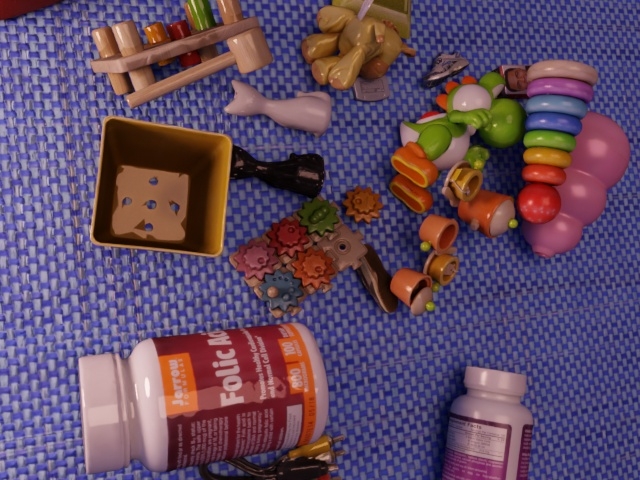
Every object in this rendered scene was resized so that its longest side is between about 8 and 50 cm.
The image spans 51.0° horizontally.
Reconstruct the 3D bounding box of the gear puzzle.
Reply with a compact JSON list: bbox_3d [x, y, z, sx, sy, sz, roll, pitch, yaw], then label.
[{"bbox_3d":[0.000,0.000,1.332,0.339,0.044,0.175,-35,77,-20],"label":"gear puzzle"}]

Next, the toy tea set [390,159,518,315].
[{"bbox_3d":[0.286,0.012,1.368,0.200,0.124,0.336,25,94,-54],"label":"toy tea set"}]

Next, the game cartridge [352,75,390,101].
[{"bbox_3d":[0.109,-0.328,1.453,0.083,0.017,0.055,-9,84,-21],"label":"game cartridge"}]

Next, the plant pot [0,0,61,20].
[{"bbox_3d":[-0.479,-0.556,1.139,0.236,0.267,0.267,-20,91,-35],"label":"plant pot"}]

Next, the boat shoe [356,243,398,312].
[{"bbox_3d":[0.112,0.081,1.391,0.056,0.049,0.152,-21,88,-40],"label":"boat shoe"}]

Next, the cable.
[{"bbox_3d":[-0.089,0.446,1.287,0.288,0.072,0.139,0,101,-9],"label":"cable"}]

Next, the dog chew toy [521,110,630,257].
[{"bbox_3d":[0.557,-0.120,1.508,0.207,0.207,0.331,24,84,-17],"label":"dog chew toy"}]

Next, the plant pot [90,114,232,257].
[{"bbox_3d":[-0.286,-0.078,1.182,0.212,0.187,0.212,7,82,-19],"label":"plant pot"}]

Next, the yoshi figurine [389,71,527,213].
[{"bbox_3d":[0.318,-0.215,1.438,0.362,0.204,0.203,-47,117,-21],"label":"yoshi figurine"}]

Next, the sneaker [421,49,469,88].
[{"bbox_3d":[0.270,-0.388,1.508,0.135,0.052,0.058,-32,86,-28],"label":"sneaker"}]

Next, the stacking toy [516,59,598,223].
[{"bbox_3d":[0.480,-0.197,1.394,0.141,0.141,0.330,9,90,-20],"label":"stacking toy"}]

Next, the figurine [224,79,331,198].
[{"bbox_3d":[-0.094,-0.205,1.328,0.210,0.092,0.214,9,80,-16],"label":"figurine"}]

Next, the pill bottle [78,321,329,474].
[{"bbox_3d":[-0.204,0.269,1.155,0.393,0.224,0.223,-4,86,-22],"label":"pill bottle"}]

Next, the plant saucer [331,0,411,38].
[{"bbox_3d":[0.123,-0.549,1.450,0.189,0.045,0.188,11,71,-19],"label":"plant saucer"}]

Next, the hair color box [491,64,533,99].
[{"bbox_3d":[0.479,-0.373,1.583,0.141,0.043,0.071,-6,87,-21],"label":"hair color box"}]

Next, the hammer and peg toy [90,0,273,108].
[{"bbox_3d":[-0.245,-0.333,1.140,0.266,0.361,0.127,-25,114,-20],"label":"hammer and peg toy"}]

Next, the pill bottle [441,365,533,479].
[{"bbox_3d":[0.344,0.417,1.378,0.169,0.169,0.301,13,80,-19],"label":"pill bottle"}]

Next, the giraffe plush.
[{"bbox_3d":[0.093,-0.401,1.385,0.171,0.210,0.181,2,55,-52],"label":"giraffe plush"}]
